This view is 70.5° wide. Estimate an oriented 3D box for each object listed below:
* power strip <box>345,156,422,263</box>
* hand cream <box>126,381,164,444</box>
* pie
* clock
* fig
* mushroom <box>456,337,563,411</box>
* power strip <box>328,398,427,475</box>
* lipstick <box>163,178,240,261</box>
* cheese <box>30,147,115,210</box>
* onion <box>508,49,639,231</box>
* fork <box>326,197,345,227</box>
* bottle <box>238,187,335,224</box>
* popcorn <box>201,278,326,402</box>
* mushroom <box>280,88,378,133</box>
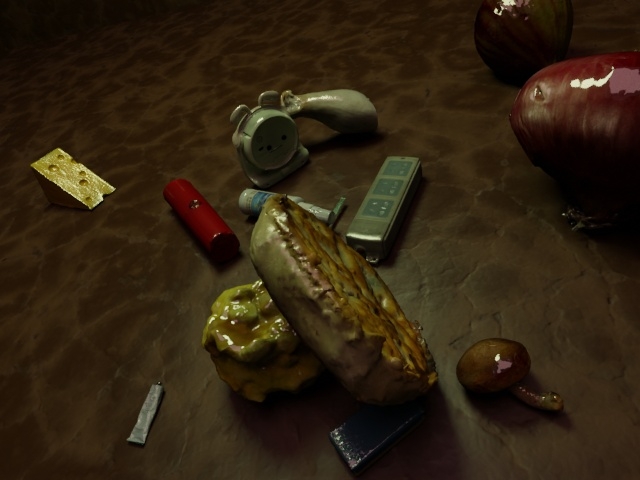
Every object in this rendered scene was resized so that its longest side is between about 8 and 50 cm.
[{"bbox_3d":[0.126,-0.071,0.858,0.078,0.052,0.272,9,50,27],"label":"power strip"},{"bbox_3d":[-0.260,0.260,0.687,0.030,0.019,0.093,1,53,17],"label":"hand cream"},{"bbox_3d":[0.028,0.071,0.593,0.092,0.315,0.315,-43,42,13],"label":"pie"},{"bbox_3d":[-0.115,-0.222,0.992,0.152,0.190,0.062,-36,45,-17],"label":"clock"},{"bbox_3d":[0.494,-0.431,1.010,0.217,0.217,0.320,-23,62,-5],"label":"fig"},{"bbox_3d":[0.240,0.164,0.569,0.130,0.072,0.088,18,24,30],"label":"mushroom"},{"bbox_3d":[0.075,0.237,0.578,0.123,0.032,0.056,-33,45,-15],"label":"power strip"},{"bbox_3d":[-0.258,-0.052,0.959,0.073,0.073,0.280,-34,44,-16],"label":"lipstick"},{"bbox_3d":[-0.631,-0.141,1.177,0.171,0.126,0.093,24,49,14],"label":"cheese"},{"bbox_3d":[0.466,-0.144,0.695,0.348,0.285,0.347,11,14,-3],"label":"onion"},{"bbox_3d":[0.000,0.002,0.853,0.039,0.021,0.235,14,50,25],"label":"fork"},{"bbox_3d":[-0.067,-0.064,0.906,0.217,0.060,0.060,12,51,32],"label":"bottle"},{"bbox_3d":[-0.079,0.130,0.656,0.198,0.155,0.197,-13,31,8],"label":"popcorn"},{"bbox_3d":[0.021,-0.296,1.039,0.226,0.116,0.093,2,78,-16],"label":"mushroom"}]
